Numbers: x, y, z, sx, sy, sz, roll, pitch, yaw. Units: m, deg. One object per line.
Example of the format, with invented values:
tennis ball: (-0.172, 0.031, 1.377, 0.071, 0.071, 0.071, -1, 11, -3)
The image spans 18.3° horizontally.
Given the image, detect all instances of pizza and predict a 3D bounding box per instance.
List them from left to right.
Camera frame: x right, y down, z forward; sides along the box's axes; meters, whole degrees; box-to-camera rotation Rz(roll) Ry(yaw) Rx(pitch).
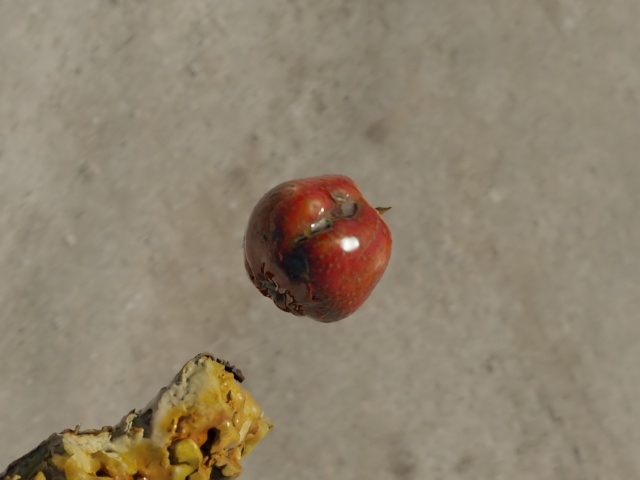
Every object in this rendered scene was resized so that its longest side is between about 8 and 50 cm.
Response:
pizza: (-0.125, 0.165, 1.244, 0.085, 0.161, 0.305, 46, 41, 16)

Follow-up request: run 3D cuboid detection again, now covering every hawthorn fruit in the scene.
hawthorn fruit: (0.000, 0.000, 1.144, 0.093, 0.093, 0.093, 8, 72, -26)
